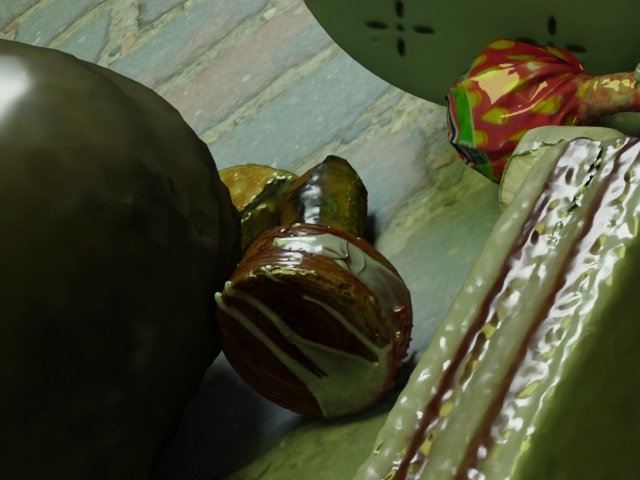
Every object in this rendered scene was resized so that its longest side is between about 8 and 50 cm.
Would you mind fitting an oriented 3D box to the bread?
[{"bbox_3d":[-0.004,0.064,1.294,0.160,0.160,0.073,-21,27,34],"label":"bread"}]

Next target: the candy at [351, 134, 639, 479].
[{"bbox_3d":[0.161,0.104,1.019,0.135,0.179,0.321,-3,48,48],"label":"candy"}]

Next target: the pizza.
[{"bbox_3d":[-0.132,0.017,1.614,0.292,0.058,0.197,-25,35,31],"label":"pizza"}]

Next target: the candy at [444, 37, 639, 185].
[{"bbox_3d":[0.268,-0.116,1.285,0.365,0.124,0.124,-5,45,32],"label":"candy"}]

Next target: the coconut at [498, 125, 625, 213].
[{"bbox_3d":[0.185,-0.036,1.245,0.124,0.110,0.110,-3,48,45],"label":"coconut"}]

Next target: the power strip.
[{"bbox_3d":[0.145,-0.272,1.391,0.357,0.357,0.161,-18,36,36],"label":"power strip"}]

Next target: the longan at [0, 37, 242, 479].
[{"bbox_3d":[-0.281,0.047,1.375,0.436,0.404,0.404,-63,27,10],"label":"longan"}]

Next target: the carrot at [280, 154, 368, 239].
[{"bbox_3d":[0.000,0.000,1.452,0.082,0.082,0.173,-25,33,29],"label":"carrot"}]
